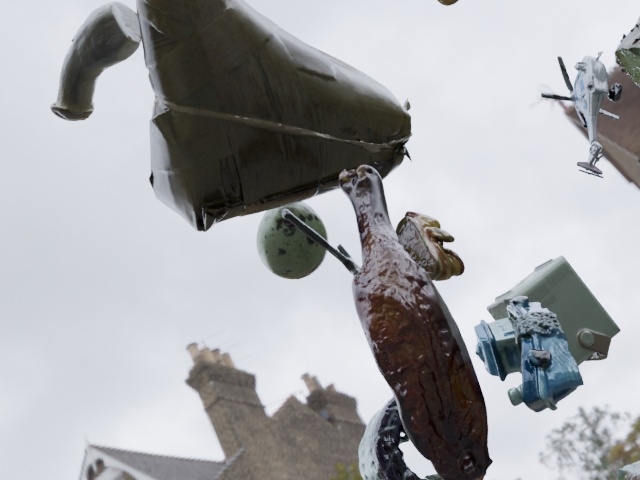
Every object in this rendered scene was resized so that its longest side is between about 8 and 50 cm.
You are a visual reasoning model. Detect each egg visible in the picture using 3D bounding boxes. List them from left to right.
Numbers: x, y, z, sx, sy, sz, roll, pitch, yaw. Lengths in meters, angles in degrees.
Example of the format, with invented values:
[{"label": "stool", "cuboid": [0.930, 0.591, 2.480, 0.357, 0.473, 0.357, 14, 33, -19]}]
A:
[{"label": "egg", "cuboid": [-0.070, -0.008, 1.845, 0.177, 0.177, 0.228, -22, -40, -11]}]

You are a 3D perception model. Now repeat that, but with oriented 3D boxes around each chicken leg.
[{"label": "chicken leg", "cuboid": [0.102, 0.078, 0.879, 0.096, 0.406, 0.158, -25, -19, 16]}]

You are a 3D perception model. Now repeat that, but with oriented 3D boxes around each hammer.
[{"label": "hammer", "cuboid": [0.000, 0.000, 1.591, 0.029, 0.103, 0.246, -46, -53, 7]}]

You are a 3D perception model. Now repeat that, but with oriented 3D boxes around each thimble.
[{"label": "thimble", "cuboid": [0.185, 0.392, 1.424, 0.237, 0.237, 0.150, -10, -25, -25]}]

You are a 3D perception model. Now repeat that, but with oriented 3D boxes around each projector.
[{"label": "projector", "cuboid": [0.508, 0.180, 1.649, 0.177, 0.242, 0.163, -36, -5, -14]}]

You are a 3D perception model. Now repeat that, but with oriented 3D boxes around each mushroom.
[{"label": "mushroom", "cuboid": [-0.375, -0.286, 1.243, 0.092, 0.081, 0.223, 36, -63, -16]}]

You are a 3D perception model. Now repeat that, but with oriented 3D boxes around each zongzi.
[{"label": "zongzi", "cuboid": [-0.018, -0.279, 1.135, 0.500, 0.218, 0.466, -16, -52, -26]}]

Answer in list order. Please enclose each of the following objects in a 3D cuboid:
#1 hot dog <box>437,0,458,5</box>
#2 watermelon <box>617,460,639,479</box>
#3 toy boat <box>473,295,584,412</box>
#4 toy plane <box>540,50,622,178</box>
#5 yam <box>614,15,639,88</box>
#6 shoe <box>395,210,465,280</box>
[{"label": "hot dog", "cuboid": [0.158, -0.303, 0.784, 0.028, 0.044, 0.137, 32, -87, -39]}, {"label": "watermelon", "cuboid": [0.436, 0.334, 0.953, 0.121, 0.097, 0.158, -25, 10, 21]}, {"label": "toy boat", "cuboid": [0.239, 0.139, 0.902, 0.098, 0.109, 0.238, -15, 9, 7]}, {"label": "toy plane", "cuboid": [0.554, -0.276, 1.575, 0.182, 0.273, 0.107, 30, -35, -4]}, {"label": "yam", "cuboid": [0.660, -0.388, 1.323, 0.304, 0.168, 0.168, -49, -36, -6]}, {"label": "shoe", "cuboid": [0.144, 0.012, 1.018, 0.069, 0.109, 0.072, 6, -65, -35]}]
